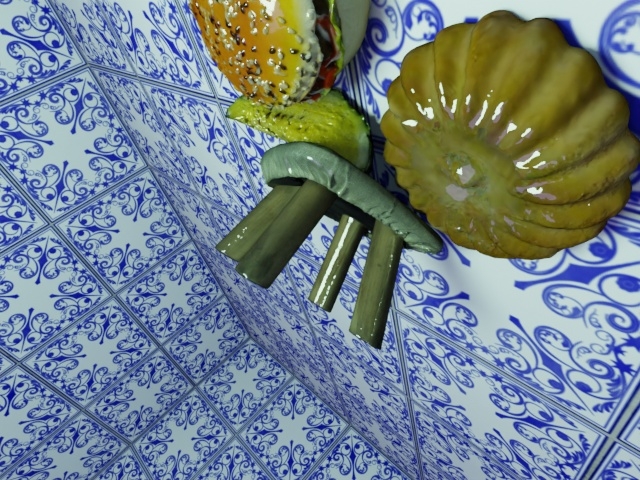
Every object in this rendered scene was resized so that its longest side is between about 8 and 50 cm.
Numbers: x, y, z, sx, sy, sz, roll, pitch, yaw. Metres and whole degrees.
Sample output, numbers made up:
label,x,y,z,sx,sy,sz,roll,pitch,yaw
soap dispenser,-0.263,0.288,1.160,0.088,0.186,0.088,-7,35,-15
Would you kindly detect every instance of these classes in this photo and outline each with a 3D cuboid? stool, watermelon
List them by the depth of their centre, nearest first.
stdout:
label,x,y,z,sx,sy,sz,roll,pitch,yaw
watermelon,-0.018,-0.194,0.710,0.301,0.129,0.123,29,145,25
stool,0.000,0.000,0.717,0.311,0.226,0.310,33,175,-21

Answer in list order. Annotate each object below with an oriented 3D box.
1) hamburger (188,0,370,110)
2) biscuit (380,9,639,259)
label,x,y,z,sx,sy,sz,roll,pitch,yaw
hamburger,-0.073,-0.329,0.558,0.300,0.176,0.300,40,154,24
biscuit,0.202,-0.105,0.516,0.326,0.107,0.325,40,152,26
